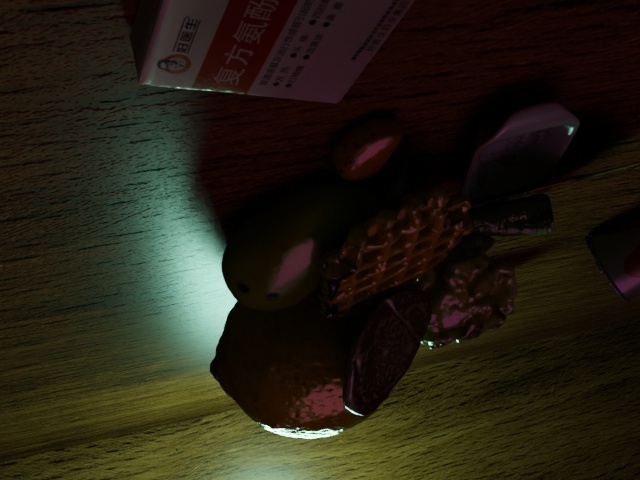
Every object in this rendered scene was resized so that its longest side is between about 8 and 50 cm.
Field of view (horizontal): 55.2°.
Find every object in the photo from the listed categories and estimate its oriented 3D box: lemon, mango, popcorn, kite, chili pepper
[{"bbox_3d":[-0.033,0.224,1.241,0.387,0.350,0.350,-5,158,0],"label":"lemon"},{"bbox_3d":[-0.036,0.006,0.974,0.293,0.143,0.175,-36,142,22],"label":"mango"},{"bbox_3d":[0.260,0.092,1.248,0.292,0.237,0.293,-13,161,-5],"label":"popcorn"},{"bbox_3d":[0.064,-0.124,0.828,0.114,0.057,0.079,-33,145,32],"label":"mango"},{"bbox_3d":[0.397,-0.095,1.027,0.377,0.013,0.327,-13,180,-16],"label":"kite"},{"bbox_3d":[0.292,-0.032,1.167,0.359,0.085,0.076,-8,-175,-21],"label":"chili pepper"}]

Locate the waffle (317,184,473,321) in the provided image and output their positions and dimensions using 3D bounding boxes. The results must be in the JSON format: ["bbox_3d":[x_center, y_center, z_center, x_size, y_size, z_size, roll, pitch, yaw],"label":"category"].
[{"bbox_3d":[0.104,0.029,0.951,0.307,0.060,0.312,-39,154,16],"label":"waffle"}]

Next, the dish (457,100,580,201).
[{"bbox_3d":[0.283,-0.143,0.912,0.154,0.064,0.234,-14,160,-2],"label":"dish"}]

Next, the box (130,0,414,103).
[{"bbox_3d":[-0.005,-0.244,0.478,0.214,0.069,0.353,-2,154,-30],"label":"box"}]

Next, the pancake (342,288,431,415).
[{"bbox_3d":[0.118,0.193,1.067,0.250,0.031,0.250,-34,138,-37],"label":"pancake"}]

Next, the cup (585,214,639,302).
[{"bbox_3d":[0.831,0.001,1.496,0.288,0.203,0.203,-35,152,28],"label":"cup"}]
